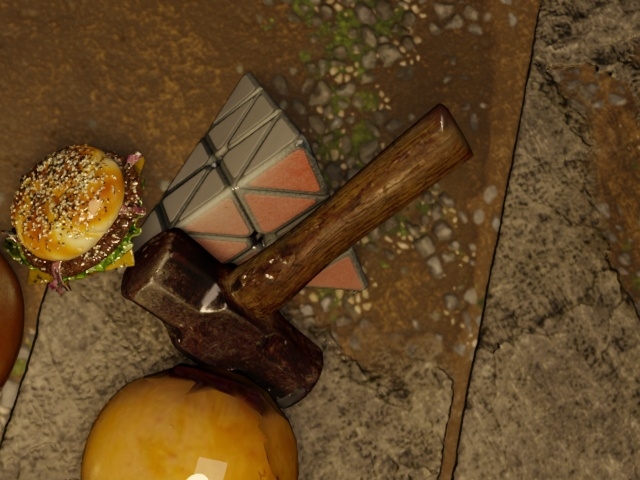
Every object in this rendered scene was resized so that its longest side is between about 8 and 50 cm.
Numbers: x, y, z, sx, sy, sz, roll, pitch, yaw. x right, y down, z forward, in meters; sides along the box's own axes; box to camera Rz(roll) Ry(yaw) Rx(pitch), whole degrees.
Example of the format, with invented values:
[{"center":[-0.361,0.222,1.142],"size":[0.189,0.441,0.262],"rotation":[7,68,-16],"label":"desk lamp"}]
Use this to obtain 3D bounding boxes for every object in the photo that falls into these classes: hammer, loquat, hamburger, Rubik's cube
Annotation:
[{"center":[0.000,0.000,1.256],"size":[0.242,0.409,0.095],"rotation":[39,26,-24],"label":"hammer"},{"center":[-0.137,0.243,1.241],"size":[0.235,0.235,0.235],"rotation":[4,75,-16],"label":"loquat"},{"center":[-0.276,-0.033,1.296],"size":[0.189,0.093,0.164],"rotation":[-25,54,18],"label":"hamburger"},{"center":[-0.073,-0.052,1.380],"size":[0.228,0.229,0.233],"rotation":[20,110,26],"label":"Rubik's cube"}]

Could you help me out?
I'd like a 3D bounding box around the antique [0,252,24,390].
[{"center":[-0.427,0.078,1.243],"size":[0.223,0.129,0.278],"rotation":[15,70,-11],"label":"antique"}]
